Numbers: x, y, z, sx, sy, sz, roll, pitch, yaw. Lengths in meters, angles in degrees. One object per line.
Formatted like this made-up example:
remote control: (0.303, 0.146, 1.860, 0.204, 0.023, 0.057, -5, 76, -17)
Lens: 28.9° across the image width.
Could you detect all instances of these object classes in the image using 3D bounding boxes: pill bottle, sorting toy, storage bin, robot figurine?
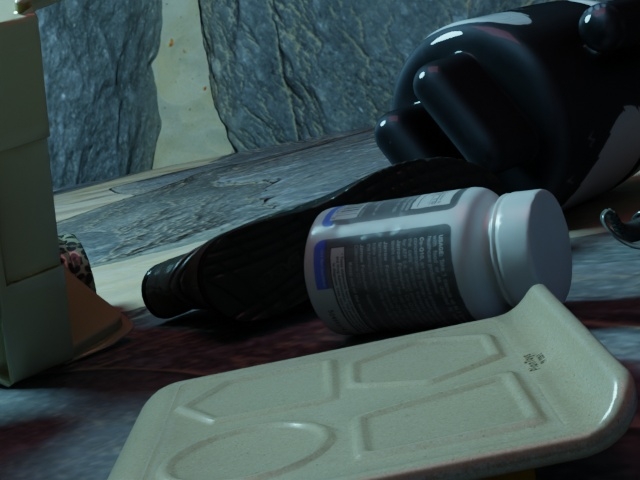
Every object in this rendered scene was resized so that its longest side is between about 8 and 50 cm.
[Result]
pill bottle: (0.067, 0.011, 0.706, 0.137, 0.078, 0.078, -7, 10, 30)
sorting toy: (0.011, 0.078, 0.511, 0.208, 0.038, 0.193, -16, 8, 2)
storage bin: (-0.243, -0.076, 0.843, 0.123, 0.262, 0.260, -23, 38, -35)
robot figurine: (0.172, -0.102, 1.007, 0.209, 0.173, 0.278, 3, 16, 42)

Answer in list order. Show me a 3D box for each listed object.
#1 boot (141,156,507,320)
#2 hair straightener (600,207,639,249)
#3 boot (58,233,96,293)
boot: (0.000, 0.000, 0.895, 0.247, 0.083, 0.161, -14, 3, -22)
hair straightener: (0.292, -0.038, 0.817, 0.230, 0.047, 0.089, -15, 8, -16)
boot: (-0.292, 0.039, 1.023, 0.179, 0.085, 0.236, -13, 15, -21)
